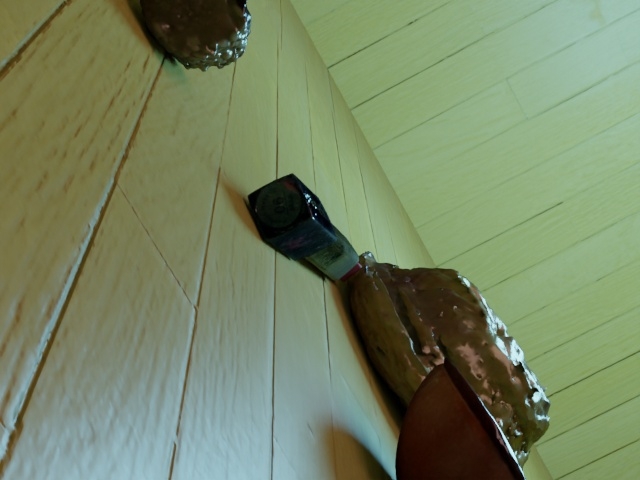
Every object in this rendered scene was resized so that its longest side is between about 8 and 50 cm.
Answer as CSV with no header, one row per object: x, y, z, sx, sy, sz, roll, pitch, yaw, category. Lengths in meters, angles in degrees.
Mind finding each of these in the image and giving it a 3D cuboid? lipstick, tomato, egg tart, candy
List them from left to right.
-0.109,-0.196,1.243,0.095,0.085,0.110,56,-2,-1,candy
0.000,0.000,1.398,0.051,0.051,0.312,63,7,16,lipstick
0.158,0.148,1.602,0.352,0.150,0.352,59,5,-9,egg tart
0.127,0.222,1.251,0.228,0.112,0.199,61,0,-5,tomato
